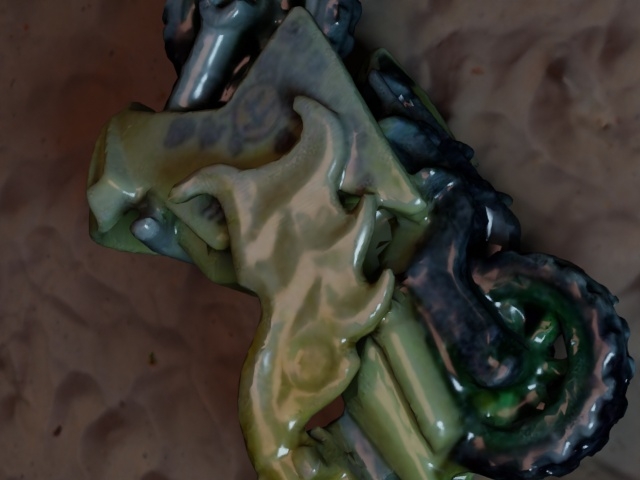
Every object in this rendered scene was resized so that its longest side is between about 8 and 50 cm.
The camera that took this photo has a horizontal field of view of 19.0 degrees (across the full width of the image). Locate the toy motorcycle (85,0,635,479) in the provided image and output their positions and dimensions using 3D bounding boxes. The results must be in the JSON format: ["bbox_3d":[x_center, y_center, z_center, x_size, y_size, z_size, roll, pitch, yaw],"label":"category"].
[{"bbox_3d":[0.000,0.000,1.115,0.237,0.168,0.410,-46,59,18],"label":"toy motorcycle"}]
